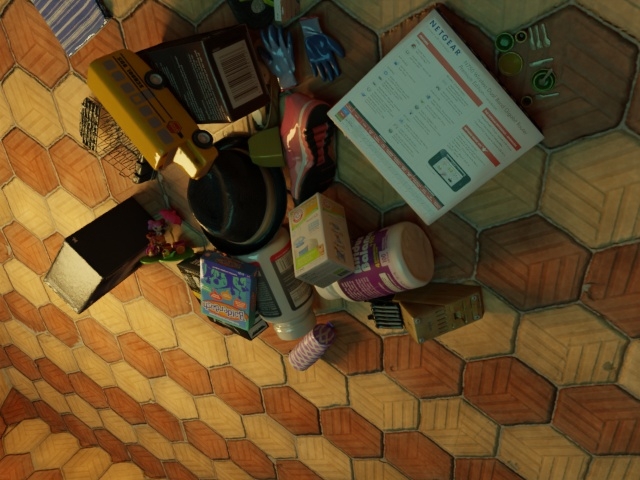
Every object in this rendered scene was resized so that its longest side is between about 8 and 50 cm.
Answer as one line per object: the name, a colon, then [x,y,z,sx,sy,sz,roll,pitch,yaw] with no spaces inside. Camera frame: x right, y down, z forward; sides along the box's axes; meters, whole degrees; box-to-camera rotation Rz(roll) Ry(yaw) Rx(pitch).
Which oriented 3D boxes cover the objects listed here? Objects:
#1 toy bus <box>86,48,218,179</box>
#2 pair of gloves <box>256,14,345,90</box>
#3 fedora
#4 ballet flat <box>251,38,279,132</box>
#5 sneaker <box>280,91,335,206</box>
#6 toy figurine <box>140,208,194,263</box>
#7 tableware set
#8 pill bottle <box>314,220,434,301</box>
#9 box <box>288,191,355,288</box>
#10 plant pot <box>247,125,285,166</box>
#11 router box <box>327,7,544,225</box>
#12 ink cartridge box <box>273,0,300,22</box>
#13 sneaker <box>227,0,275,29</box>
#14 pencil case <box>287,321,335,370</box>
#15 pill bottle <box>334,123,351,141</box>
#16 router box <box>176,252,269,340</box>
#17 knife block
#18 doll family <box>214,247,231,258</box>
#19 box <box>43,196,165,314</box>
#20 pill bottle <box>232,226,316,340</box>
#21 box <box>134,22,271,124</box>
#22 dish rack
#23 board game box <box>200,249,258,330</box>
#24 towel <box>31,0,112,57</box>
toy bus: [-0.390,-0.285,1.324,0.332,0.130,0.108,51,146,1]
pair of gloves: [-0.044,-0.429,1.294,0.198,0.023,0.159,-8,126,22]
fedora: [-0.249,-0.123,1.486,0.334,0.153,0.333,0,90,24]
ballet flat: [-0.142,-0.371,1.383,0.080,0.073,0.232,15,128,25]
sneaker: [-0.041,-0.231,1.421,0.136,0.116,0.313,42,142,33]
toy figurine: [-0.506,-0.021,1.818,0.130,0.173,0.159,-145,47,-60]
tableware set: [0.402,-0.339,1.105,0.104,0.024,0.154,-5,119,34]
pill bottle: [0.127,0.067,1.464,0.302,0.169,0.169,-20,110,39]
box: [0.000,0.000,1.422,0.114,0.203,0.103,-31,141,32]
plant pot: [-0.138,-0.232,1.428,0.084,0.081,0.081,-9,77,-1]
router box: [0.236,-0.248,1.180,0.301,0.082,0.335,-39,97,27]
ink cartridge box: [-0.078,-0.512,1.236,0.028,0.083,0.048,14,127,23]
sneaker: [-0.194,-0.646,1.202,0.147,0.145,0.384,48,163,52]
pencil case: [-0.029,0.345,1.814,0.086,0.088,0.206,45,135,6]
pill bottle: [0.104,-0.253,1.313,0.137,0.078,0.078,41,133,0]
router box: [-0.317,0.173,1.800,0.309,0.081,0.242,9,130,54]
knife block: [0.263,0.161,1.521,0.276,0.242,0.088,-20,119,-9]
doll family: [-0.284,0.037,1.764,0.193,0.076,0.111,-12,119,40]
box: [-0.724,0.053,1.891,0.183,0.296,0.294,45,133,-3]
pill bottle: [-0.124,0.132,1.660,0.177,0.176,0.318,-4,119,34]
box: [-0.309,-0.390,1.372,0.382,0.143,0.191,9,128,43]
dish rack: [-0.621,-0.312,1.726,0.272,0.074,0.208,35,132,8]
board game box: [-0.259,0.143,1.589,0.160,0.047,0.210,17,127,14]
towel: [-0.736,-0.702,1.538,0.243,0.040,0.335,-17,112,39]
